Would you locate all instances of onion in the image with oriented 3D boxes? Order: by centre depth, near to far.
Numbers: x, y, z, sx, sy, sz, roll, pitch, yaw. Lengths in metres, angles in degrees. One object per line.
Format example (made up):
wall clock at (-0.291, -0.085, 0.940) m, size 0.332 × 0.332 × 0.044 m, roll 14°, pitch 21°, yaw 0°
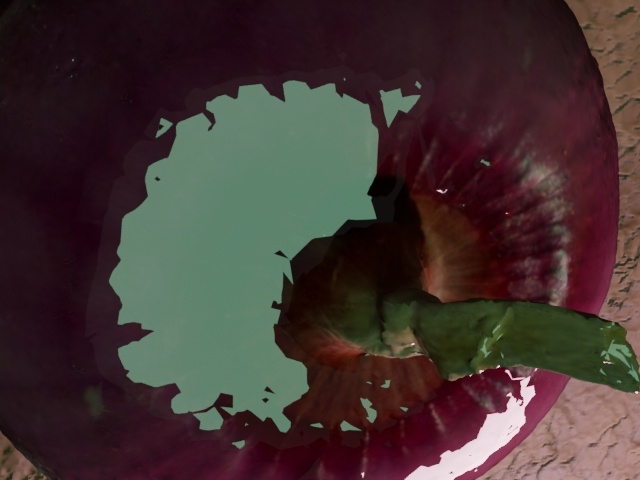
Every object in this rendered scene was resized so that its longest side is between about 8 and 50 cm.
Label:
onion at (-0.023, -0.013, 0.775) m, size 0.358 × 0.345 × 0.358 m, roll 0°, pitch 94°, yaw 5°
